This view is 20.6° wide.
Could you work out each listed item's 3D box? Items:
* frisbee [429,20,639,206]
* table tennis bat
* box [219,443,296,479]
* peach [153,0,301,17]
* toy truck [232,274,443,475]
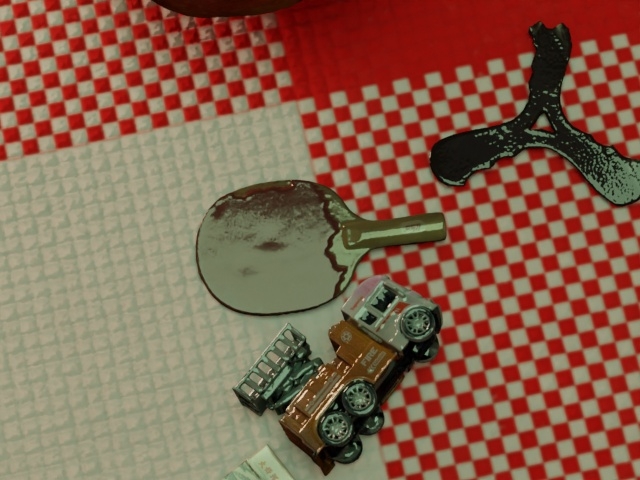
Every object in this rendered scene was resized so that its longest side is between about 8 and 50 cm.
[{"bbox_3d":[0.219,-0.123,1.682,0.211,0.012,0.187,10,72,2],"label":"frisbee"},{"bbox_3d":[0.000,0.000,1.637,0.234,0.022,0.131,-8,73,-2],"label":"table tennis bat"},{"bbox_3d":[-0.064,0.228,1.563,0.083,0.024,0.054,-37,76,-11],"label":"box"},{"bbox_3d":[-0.057,-0.361,1.602,0.372,0.290,0.373,1,65,-2],"label":"peach"},{"bbox_3d":[0.022,0.108,1.575,0.115,0.080,0.178,36,77,19],"label":"toy truck"}]
